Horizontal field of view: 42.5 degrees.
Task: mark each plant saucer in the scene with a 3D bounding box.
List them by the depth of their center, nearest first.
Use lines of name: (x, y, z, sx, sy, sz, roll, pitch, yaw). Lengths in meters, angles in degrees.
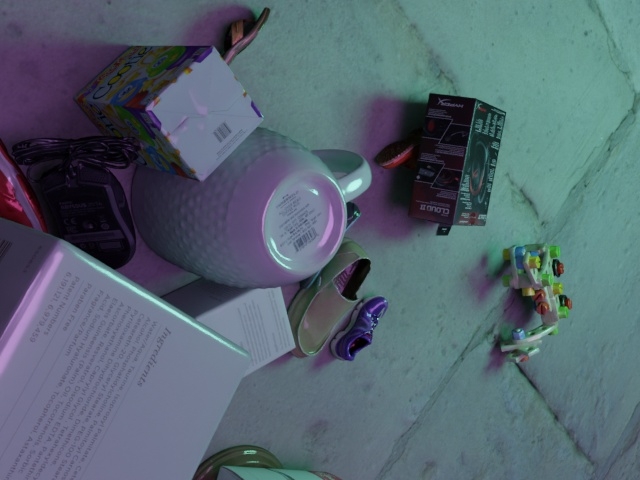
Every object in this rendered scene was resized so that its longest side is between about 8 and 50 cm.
plant saucer: (-0.172, 0.551, 1.659, 0.278, 0.041, 0.278, -9, 105, -35)

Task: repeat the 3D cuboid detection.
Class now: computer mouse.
computer mouse: (-0.359, -0.066, 1.305, 0.188, 0.072, 0.272, -3, 133, -2)

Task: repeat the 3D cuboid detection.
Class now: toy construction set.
toy construction set: (0.533, 0.145, 2.041, 0.215, 0.151, 0.328, -41, 134, -53)

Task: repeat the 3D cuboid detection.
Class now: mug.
mug: (-0.084, -0.074, 1.399, 0.374, 0.328, 0.276, -26, 115, -31)

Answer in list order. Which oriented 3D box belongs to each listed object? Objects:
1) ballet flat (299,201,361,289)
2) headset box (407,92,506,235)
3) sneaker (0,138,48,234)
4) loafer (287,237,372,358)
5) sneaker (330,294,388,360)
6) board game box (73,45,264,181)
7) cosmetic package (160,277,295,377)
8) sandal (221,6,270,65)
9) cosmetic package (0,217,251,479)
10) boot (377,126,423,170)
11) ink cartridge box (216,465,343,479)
ballet flat: (0.000, 0.000, 1.655, 0.074, 0.074, 0.203, 41, 81, -36)
headset box: (0.294, -0.152, 1.770, 0.218, 0.110, 0.293, -2, 103, -61)
sneaker: (-0.513, -0.072, 1.246, 0.128, 0.087, 0.221, -27, 119, -10)
loafer: (0.017, 0.119, 1.672, 0.102, 0.092, 0.268, 32, 81, -38)
sneaker: (0.097, 0.193, 1.765, 0.170, 0.071, 0.068, -53, 126, -17)
board game box: (-0.243, -0.205, 1.279, 0.144, 0.275, 0.142, -48, 124, -19)
cosmetic package: (-0.172, 0.153, 1.495, 0.183, 0.151, 0.151, -25, 114, -32)
sandal: (-0.152, -0.356, 1.458, 0.049, 0.072, 0.180, 44, 76, -13)
cosmetic package: (-0.385, 0.197, 1.186, 0.393, 0.329, 0.327, 40, 70, -43)
boot: (0.189, -0.176, 1.763, 0.158, 0.059, 0.085, -31, 122, -30)
ink cartridge box: (-0.087, 0.565, 1.626, 0.283, 0.117, 0.207, 18, 89, -39)
